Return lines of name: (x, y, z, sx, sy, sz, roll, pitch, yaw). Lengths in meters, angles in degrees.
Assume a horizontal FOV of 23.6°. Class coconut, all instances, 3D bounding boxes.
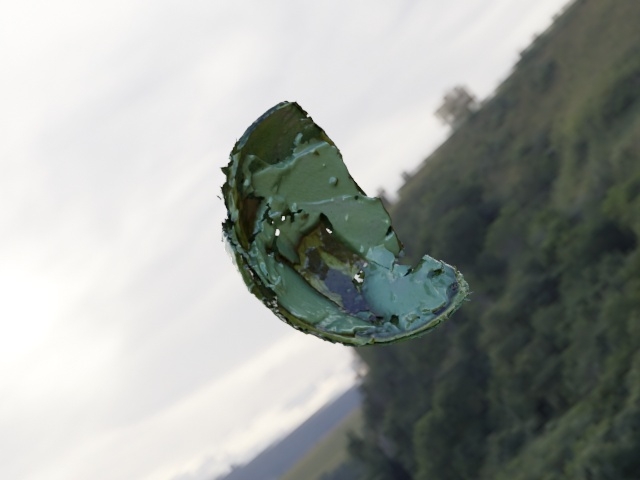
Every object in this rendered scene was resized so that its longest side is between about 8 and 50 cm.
coconut: (-0.001, 0.000, 0.878, 0.133, 0.158, 0.055, -25, -12, -32)
